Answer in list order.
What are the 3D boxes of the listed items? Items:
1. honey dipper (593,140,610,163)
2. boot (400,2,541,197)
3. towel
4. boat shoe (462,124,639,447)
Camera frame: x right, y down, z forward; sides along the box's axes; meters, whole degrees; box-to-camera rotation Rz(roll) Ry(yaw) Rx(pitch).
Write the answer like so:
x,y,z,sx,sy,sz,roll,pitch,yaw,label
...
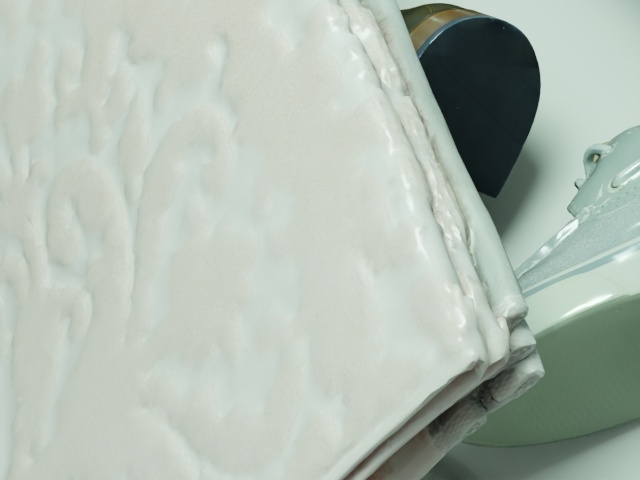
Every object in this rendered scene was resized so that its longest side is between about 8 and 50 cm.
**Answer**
x,y,z,sx,sy,sz,roll,pitch,yaw,label
0.172,-0.067,0.685,0.161,0.030,0.030,-34,54,10,honey dipper
0.000,0.000,0.725,0.219,0.082,0.106,-56,28,4,boot
-0.073,0.003,0.678,0.317,0.053,0.331,-46,47,34,towel
0.134,-0.006,0.647,0.228,0.079,0.081,-29,49,3,boat shoe
